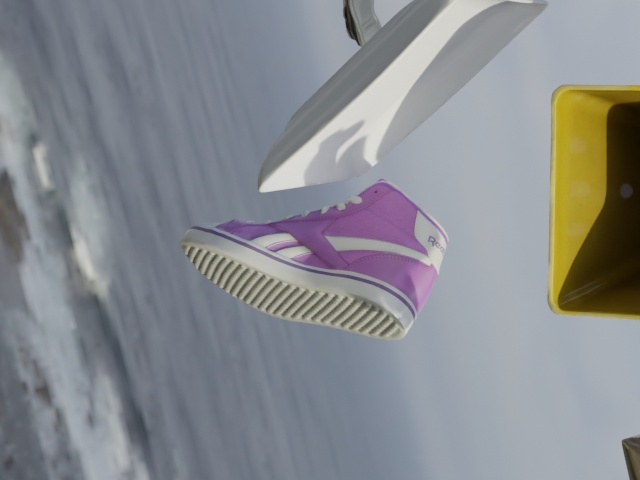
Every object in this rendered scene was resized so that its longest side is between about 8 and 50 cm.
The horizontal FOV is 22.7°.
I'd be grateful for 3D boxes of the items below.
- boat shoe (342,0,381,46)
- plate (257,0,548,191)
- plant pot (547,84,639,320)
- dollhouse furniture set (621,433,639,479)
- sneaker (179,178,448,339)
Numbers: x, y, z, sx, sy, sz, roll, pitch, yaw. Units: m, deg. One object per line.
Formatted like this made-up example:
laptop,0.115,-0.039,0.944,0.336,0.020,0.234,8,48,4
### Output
boat shoe,0.046,-0.291,1.959,0.038,0.046,0.125,34,-25,38
plate,0.075,-0.156,1.540,0.045,0.278,0.277,51,21,10
plant pot,0.346,-0.040,1.493,0.187,0.212,0.212,-11,102,-62
dollhouse furniture set,0.325,0.220,1.207,0.151,0.123,0.144,-138,-147,-78
sneaker,0.001,0.001,1.659,0.161,0.282,0.102,-61,151,-26
